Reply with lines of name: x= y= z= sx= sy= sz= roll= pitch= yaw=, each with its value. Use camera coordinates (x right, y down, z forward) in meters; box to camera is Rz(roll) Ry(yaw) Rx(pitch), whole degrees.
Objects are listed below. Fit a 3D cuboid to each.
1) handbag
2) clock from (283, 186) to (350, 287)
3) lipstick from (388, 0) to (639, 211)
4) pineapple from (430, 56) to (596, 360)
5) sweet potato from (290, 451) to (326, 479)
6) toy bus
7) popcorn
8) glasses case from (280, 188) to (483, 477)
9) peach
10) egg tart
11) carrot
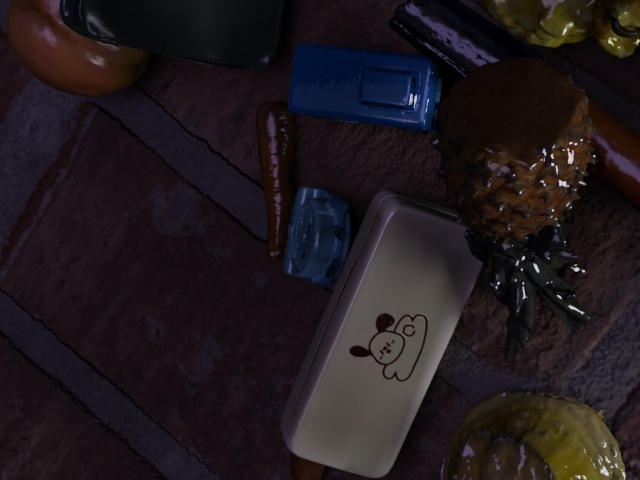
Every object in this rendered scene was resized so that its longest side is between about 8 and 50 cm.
handbag: x=-0.154 y=-0.337 z=1.667 sx=0.079 sy=0.247 sz=0.260 roll=-153 pitch=73 yaw=-65
clock: x=0.001 y=0.000 z=1.654 sx=0.045 sy=0.147 sz=0.108 roll=8 pitch=98 yaw=-18
lipstick: x=0.253 y=-0.130 z=1.517 sx=0.418 sy=0.077 sz=0.077 roll=38 pitch=108 yaw=7
pineapple: x=0.200 y=-0.028 z=1.467 sx=0.165 sy=0.364 sz=0.165 roll=-5 pitch=57 yaw=8
sweet potato: x=-0.012 y=0.249 z=1.714 sx=0.056 sy=0.056 sz=0.195 roll=10 pitch=99 yaw=26
toy bus: x=0.064 y=-0.169 z=1.629 sx=0.184 sy=0.106 sz=0.090 roll=9 pitch=94 yaw=26
popcorn: x=0.261 y=-0.264 z=1.502 sx=0.168 sy=0.173 sz=0.195 roll=-41 pitch=79 yaw=8
glasses case: x=0.069 y=0.106 z=1.622 sx=0.131 sy=0.070 sz=0.313 roll=19 pitch=103 yaw=-18
peach: x=-0.289 y=-0.263 z=1.763 sx=0.184 sy=0.184 sz=0.184 roll=1 pitch=92 yaw=26
egg tart: x=0.223 y=0.283 z=1.579 sx=0.232 sy=0.098 sz=0.252 roll=34 pitch=110 yaw=25
carrot: x=-0.052 y=-0.071 z=1.727 sx=0.047 sy=0.047 sz=0.191 roll=0 pitch=96 yaw=26
